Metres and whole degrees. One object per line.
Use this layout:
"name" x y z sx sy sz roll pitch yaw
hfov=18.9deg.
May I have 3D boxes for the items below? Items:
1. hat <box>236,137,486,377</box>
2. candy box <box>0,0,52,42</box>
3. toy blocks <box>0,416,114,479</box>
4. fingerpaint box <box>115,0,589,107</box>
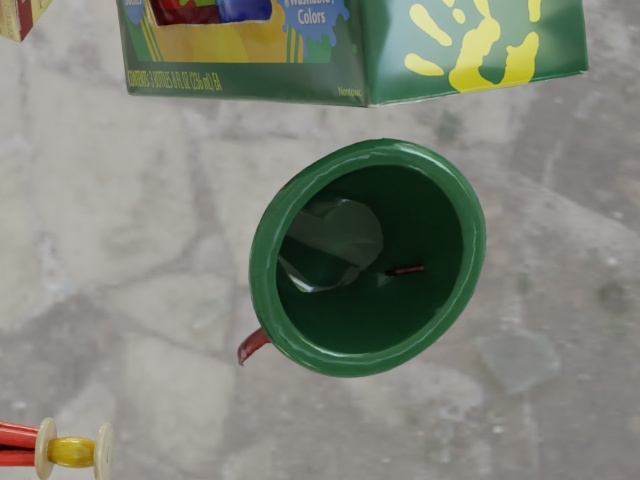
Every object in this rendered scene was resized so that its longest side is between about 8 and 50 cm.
"hat" 0.000 0.000 1.447 0.208 0.173 0.183 -37 23 -5
"candy box" -0.457 -0.358 2.139 0.316 0.183 0.087 22 56 12
"toy blocks" -0.252 0.193 1.558 0.148 0.123 0.054 3 128 7
"fingerpaint box" -0.019 -0.285 1.304 0.445 0.163 0.371 -167 69 -65
